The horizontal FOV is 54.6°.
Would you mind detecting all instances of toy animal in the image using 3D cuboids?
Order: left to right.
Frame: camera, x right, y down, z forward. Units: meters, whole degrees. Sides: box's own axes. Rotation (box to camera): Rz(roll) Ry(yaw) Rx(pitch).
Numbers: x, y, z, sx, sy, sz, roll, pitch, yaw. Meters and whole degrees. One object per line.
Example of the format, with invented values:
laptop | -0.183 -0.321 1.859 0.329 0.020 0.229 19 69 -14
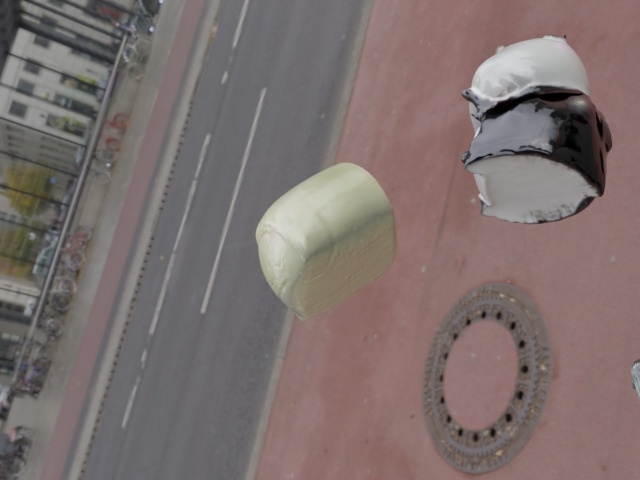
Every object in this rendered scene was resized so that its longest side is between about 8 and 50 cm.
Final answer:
toy animal | 0.368 -0.201 1.070 0.251 0.251 0.310 -35 34 54

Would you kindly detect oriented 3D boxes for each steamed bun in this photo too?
steamed bun | 0.000 0.000 0.911 0.155 0.200 0.250 51 163 25

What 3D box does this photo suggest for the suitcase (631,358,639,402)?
suitcase | 0.986 0.461 1.691 0.202 0.128 0.312 -16 76 31
